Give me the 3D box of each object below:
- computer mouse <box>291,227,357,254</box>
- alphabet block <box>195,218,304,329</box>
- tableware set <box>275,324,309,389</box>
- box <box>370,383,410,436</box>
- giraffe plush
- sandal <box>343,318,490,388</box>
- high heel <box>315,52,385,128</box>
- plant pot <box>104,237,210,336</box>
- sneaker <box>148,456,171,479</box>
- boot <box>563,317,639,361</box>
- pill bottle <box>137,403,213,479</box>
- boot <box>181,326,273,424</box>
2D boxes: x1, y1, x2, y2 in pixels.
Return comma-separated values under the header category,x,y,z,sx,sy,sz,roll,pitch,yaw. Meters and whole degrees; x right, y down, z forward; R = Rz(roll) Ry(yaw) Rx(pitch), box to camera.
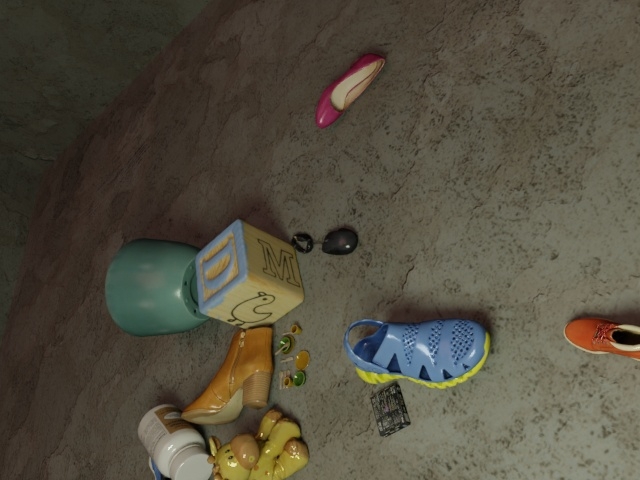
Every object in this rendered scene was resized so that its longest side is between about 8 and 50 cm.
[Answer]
category,x,y,z,sx,sy,sz,roll,pitch,yaw
computer mouse,0.000,0.000,1.481,0.242,0.041,0.071,-1,69,47
alphabet block,-0.185,0.095,1.504,0.192,0.197,0.193,-37,46,28
tableware set,-0.068,0.281,1.410,0.104,0.024,0.154,-21,54,38
box,0.138,0.339,1.162,0.067,0.018,0.083,-38,45,26
giraffe plush,-0.156,0.476,1.279,0.181,0.170,0.210,17,82,49
sandal,0.165,0.203,1.111,0.317,0.138,0.126,-18,43,37
high heel,0.081,-0.405,1.592,0.244,0.082,0.117,-50,30,-6
plant pot,-0.422,0.136,1.681,0.235,0.293,0.292,-2,67,29
sneaker,-0.412,0.613,1.560,0.084,0.058,0.152,-42,48,31
boot,0.442,0.145,0.898,0.158,0.085,0.059,6,75,50
pill bottle,-0.372,0.533,1.508,0.229,0.131,0.131,26,89,50
boot,-0.232,0.346,1.502,0.295,0.104,0.211,-25,47,30
